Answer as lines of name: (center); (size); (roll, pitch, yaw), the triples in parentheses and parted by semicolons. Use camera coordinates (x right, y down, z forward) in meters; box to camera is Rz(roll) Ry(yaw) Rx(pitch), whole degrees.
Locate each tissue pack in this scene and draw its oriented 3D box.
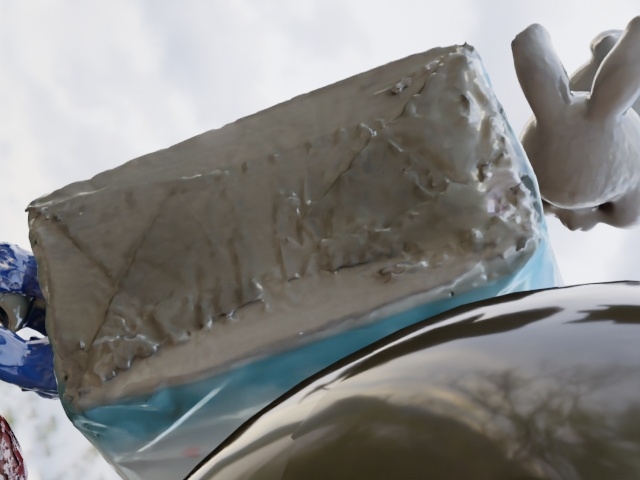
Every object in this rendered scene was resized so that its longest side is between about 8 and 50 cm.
tissue pack: (0.015, 0.062, 0.791); (0.271, 0.201, 0.124); (63, 13, -54)

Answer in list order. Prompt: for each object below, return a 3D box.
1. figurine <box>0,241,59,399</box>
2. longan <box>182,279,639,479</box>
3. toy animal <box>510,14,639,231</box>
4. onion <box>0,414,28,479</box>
figurine: (-0.101, 0.052, 1.113); (0.164, 0.262, 0.120); (-178, -74, -75)
longan: (0.076, 0.179, 0.457); (0.361, 0.361, 0.361); (169, -90, -67)
toy animal: (0.235, -0.099, 1.563); (0.127, 0.193, 0.178); (8, -84, 26)
onion: (-0.228, 0.104, 0.862); (0.184, 0.184, 0.147); (36, -44, 58)
